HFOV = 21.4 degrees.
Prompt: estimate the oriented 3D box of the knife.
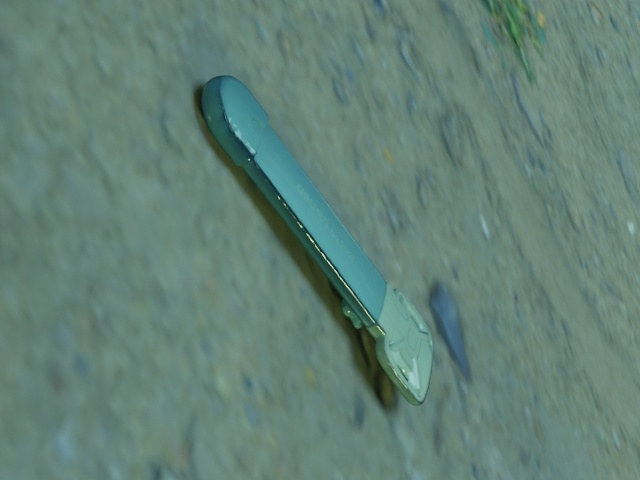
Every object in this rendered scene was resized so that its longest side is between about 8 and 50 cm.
[{"bbox_3d":[0.000,0.000,0.395,0.096,0.010,0.027,54,29,-26],"label":"knife"}]
